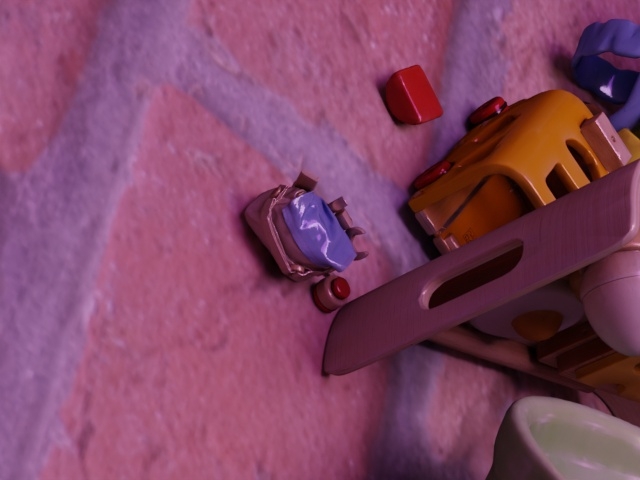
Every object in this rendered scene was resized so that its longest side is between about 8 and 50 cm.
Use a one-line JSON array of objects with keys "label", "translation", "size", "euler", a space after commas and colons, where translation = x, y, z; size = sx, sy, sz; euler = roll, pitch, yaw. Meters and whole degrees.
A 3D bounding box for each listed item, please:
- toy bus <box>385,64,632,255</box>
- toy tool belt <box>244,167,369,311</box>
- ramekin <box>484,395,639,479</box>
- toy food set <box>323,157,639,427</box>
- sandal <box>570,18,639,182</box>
[{"label": "toy bus", "translation": [0.146, -0.043, 1.278], "size": [0.191, 0.104, 0.202], "euler": [18, 55, -43]}, {"label": "toy tool belt", "translation": [0.000, 0.000, 1.125], "size": [0.083, 0.051, 0.052], "euler": [52, 38, -14]}, {"label": "ramekin", "translation": [0.192, 0.224, 1.029], "size": [0.303, 0.148, 0.303], "euler": [29, 11, -6]}, {"label": "toy food set", "translation": [0.184, 0.062, 1.163], "size": [0.306, 0.219, 0.092], "euler": [21, 53, -42]}, {"label": "sandal", "translation": [0.304, -0.149, 1.414], "size": [0.138, 0.317, 0.126], "euler": [58, -3, 31]}]
